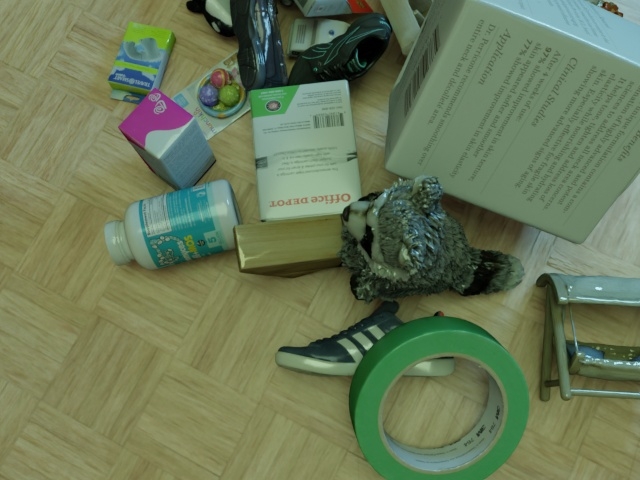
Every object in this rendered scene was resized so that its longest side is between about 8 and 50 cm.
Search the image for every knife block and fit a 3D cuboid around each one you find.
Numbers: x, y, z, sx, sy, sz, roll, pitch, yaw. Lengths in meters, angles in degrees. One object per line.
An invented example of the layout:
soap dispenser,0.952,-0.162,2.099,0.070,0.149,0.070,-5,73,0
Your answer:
knife block,0.000,0.000,1.286,0.242,0.275,0.088,-19,74,28

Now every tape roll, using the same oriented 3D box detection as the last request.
tape roll,0.215,0.301,1.207,0.321,0.077,0.321,-1,103,-6

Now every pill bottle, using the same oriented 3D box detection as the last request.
pill bottle,-0.296,-0.025,1.346,0.264,0.146,0.146,-15,76,-1

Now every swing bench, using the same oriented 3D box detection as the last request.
swing bench,0.559,0.182,1.252,0.253,0.165,0.255,3,76,3

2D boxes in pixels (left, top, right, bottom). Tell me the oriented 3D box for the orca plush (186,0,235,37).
orca plush,-0.290,-0.569,1.501,0.102,0.151,0.287,-35,103,32

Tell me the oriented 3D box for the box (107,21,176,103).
box,-0.407,-0.401,1.497,0.109,0.042,0.178,13,76,6

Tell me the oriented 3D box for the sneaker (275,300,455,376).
sneaker,0.086,0.191,1.291,0.349,0.131,0.148,2,77,-8

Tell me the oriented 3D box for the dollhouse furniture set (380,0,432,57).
dollhouse furniture set,0.324,-0.563,1.360,0.394,0.362,0.257,-27,73,24

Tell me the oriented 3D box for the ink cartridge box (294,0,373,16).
ink cartridge box,0.007,-0.583,1.452,0.232,0.066,0.189,-23,74,-39

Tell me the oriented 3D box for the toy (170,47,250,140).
toy,-0.206,-0.345,1.468,0.237,0.056,0.137,-36,77,-7

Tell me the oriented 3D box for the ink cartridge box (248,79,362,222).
ink cartridge box,-0.030,-0.170,1.383,0.211,0.121,0.289,-5,76,0

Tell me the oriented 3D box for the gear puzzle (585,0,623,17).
gear puzzle,0.571,-0.466,1.400,0.339,0.044,0.176,33,78,-18

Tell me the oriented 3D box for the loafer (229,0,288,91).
loafer,-0.131,-0.468,1.430,0.095,0.109,0.303,-3,86,-35

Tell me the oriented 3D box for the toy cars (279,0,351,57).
toy cars,-0.047,-0.524,1.474,0.176,0.087,0.394,-41,84,-12

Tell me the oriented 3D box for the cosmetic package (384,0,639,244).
cosmetic package,0.358,-0.261,1.189,0.393,0.329,0.327,21,35,-7

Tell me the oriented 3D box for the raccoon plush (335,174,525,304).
raccoon plush,0.236,-0.009,1.169,0.446,0.299,0.216,-3,83,-20

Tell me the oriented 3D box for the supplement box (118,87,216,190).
supplement box,-0.307,-0.194,1.349,0.111,0.220,0.114,38,81,10

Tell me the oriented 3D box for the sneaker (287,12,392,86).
sneaker,0.035,-0.377,1.397,0.267,0.101,0.106,-35,35,21
